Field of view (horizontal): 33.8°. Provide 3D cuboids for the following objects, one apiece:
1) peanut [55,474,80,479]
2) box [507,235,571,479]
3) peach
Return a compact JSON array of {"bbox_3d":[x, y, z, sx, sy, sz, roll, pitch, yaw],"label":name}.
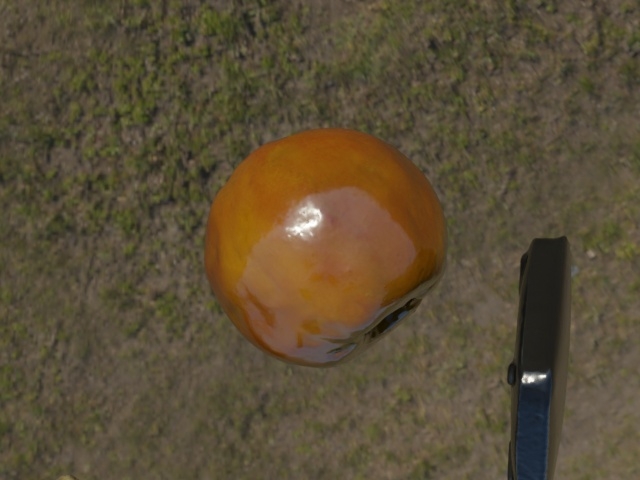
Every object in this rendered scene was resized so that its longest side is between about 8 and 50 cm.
[{"bbox_3d":[-0.405,0.494,1.713,0.129,0.224,0.129,-4,155,-2],"label":"peanut"},{"bbox_3d":[0.293,0.180,1.411,0.073,0.289,0.290,4,134,14],"label":"box"},{"bbox_3d":[0.000,0.000,1.455,0.342,0.302,0.343,-37,165,-12],"label":"peach"}]
